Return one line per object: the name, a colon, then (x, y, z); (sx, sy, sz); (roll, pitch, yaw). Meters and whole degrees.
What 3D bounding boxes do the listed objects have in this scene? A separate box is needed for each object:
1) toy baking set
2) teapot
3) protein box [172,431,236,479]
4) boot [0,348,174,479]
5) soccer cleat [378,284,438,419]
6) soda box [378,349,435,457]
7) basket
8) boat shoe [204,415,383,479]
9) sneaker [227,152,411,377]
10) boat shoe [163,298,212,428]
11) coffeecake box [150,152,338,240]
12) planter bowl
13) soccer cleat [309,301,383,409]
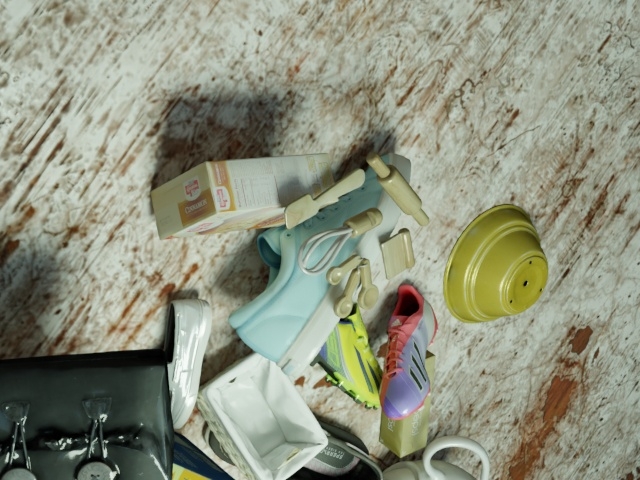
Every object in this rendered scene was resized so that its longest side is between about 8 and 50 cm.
toy baking set: (0.055, -0.009, 1.436); (0.196, 0.030, 0.256); (-56, 137, -17)
teapot: (0.149, 0.452, 1.844); (0.187, 0.252, 0.256); (40, 64, -21)
protein box: (-0.228, 0.322, 1.457); (0.201, 0.200, 0.136); (36, 84, -45)
boot: (-0.386, 0.300, 1.247); (0.445, 0.146, 0.367); (-3, 114, -17)
soccer cleat: (0.126, 0.169, 1.700); (0.095, 0.083, 0.248); (60, 29, -25)
soda box: (0.142, 0.262, 1.843); (0.061, 0.058, 0.181); (-16, 120, -35)
basket: (-0.089, 0.246, 1.562); (0.113, 0.103, 0.167); (-34, 96, -23)
boat shoe: (-0.026, 0.321, 1.702); (0.335, 0.095, 0.112); (24, 95, -45)
sneaker: (0.000, 0.000, 1.543); (0.150, 0.135, 0.366); (33, 63, -6)
boat shoe: (-0.195, 0.165, 1.506); (0.063, 0.066, 0.184); (8, 109, -28)
coffeecake box: (-0.096, -0.056, 1.412); (0.185, 0.142, 0.068); (-7, 82, -38)
planter bowl: (0.313, 0.056, 1.864); (0.217, 0.090, 0.217); (-19, 122, -33)
soccer cleat: (0.042, 0.160, 1.682); (0.121, 0.093, 0.289); (-54, 134, -9)
